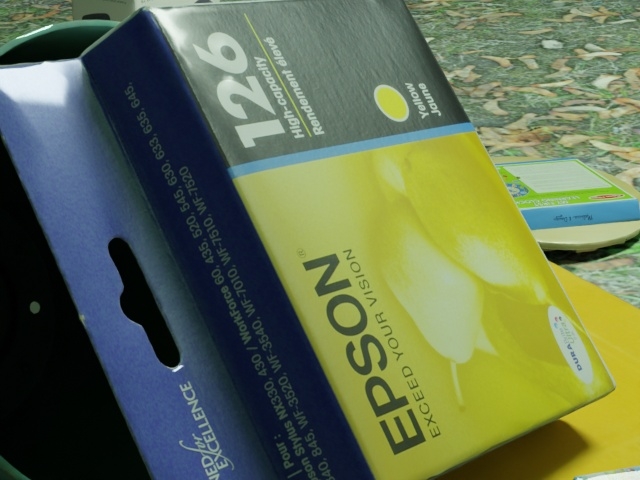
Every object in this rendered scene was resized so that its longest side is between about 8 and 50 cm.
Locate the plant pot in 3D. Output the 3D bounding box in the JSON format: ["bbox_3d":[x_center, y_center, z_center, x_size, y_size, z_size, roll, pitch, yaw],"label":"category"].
[{"bbox_3d":[-0.184,0.033,0.842,0.235,0.293,0.293,-13,9,45],"label":"plant pot"}]

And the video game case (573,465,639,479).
[{"bbox_3d":[0.241,0.172,0.747,0.166,0.015,0.119,-7,44,-12],"label":"video game case"}]

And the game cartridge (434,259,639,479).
[{"bbox_3d":[0.122,0.103,0.939,0.285,0.052,0.324,-14,28,-27],"label":"game cartridge"}]

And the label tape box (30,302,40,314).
[{"bbox_3d":[-0.243,-0.027,1.197,0.334,0.105,0.240,4,24,15],"label":"label tape box"}]

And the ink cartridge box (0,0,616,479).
[{"bbox_3d":[0.000,0.000,0.759,0.307,0.303,0.072,-15,-16,-47],"label":"ink cartridge box"}]

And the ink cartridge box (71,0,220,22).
[{"bbox_3d":[-0.203,-0.248,1.559,0.100,0.237,0.172,14,27,28],"label":"ink cartridge box"}]

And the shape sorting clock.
[{"bbox_3d":[0.211,-0.037,1.266,0.206,0.040,0.206,2,22,-1],"label":"shape sorting clock"}]
